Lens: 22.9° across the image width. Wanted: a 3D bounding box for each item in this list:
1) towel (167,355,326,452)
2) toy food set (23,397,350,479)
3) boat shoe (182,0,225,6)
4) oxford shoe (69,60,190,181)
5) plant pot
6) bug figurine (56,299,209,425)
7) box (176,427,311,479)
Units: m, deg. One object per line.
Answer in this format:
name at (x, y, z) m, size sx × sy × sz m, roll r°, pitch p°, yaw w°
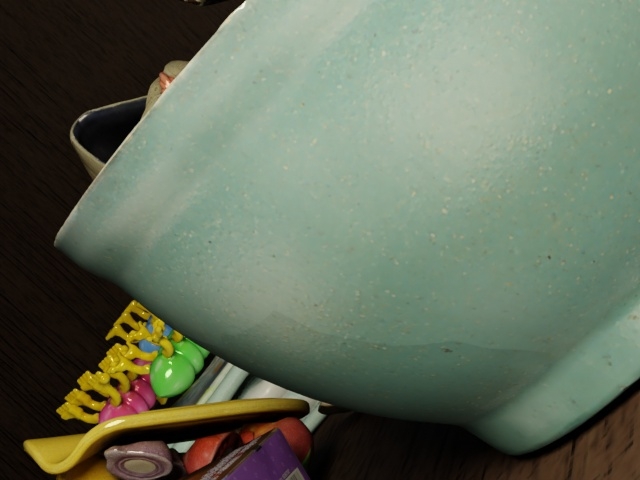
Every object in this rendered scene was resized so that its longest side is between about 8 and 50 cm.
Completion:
towel at (-0.074, 0.142, 1.292) m, size 0.374 × 0.090 × 0.320 m, roll -48°, pitch 4°, yaw -21°
toy food set at (-0.071, 0.142, 0.982) m, size 0.218 × 0.071 × 0.128 m, roll -7°, pitch -12°, yaw -12°
boat shoe at (-0.001, -0.156, 0.645) m, size 0.073 × 0.073 × 0.207 m, roll 2°, pitch 39°, yaw 33°
oxford shoe at (-0.060, -0.065, 1.088) m, size 0.348 × 0.130 × 0.123 m, roll -15°, pitch 39°, yaw 48°
plant pot at (0.064, -0.039, 0.642) m, size 0.293 × 0.196 × 0.293 m, roll -47°, pitch 4°, yaw 4°
bug figurine at (-0.107, 0.064, 1.284) m, size 0.279 × 0.072 × 0.216 m, roll -39°, pitch 14°, yaw 51°
box at (-0.132, 0.200, 0.807) m, size 0.201 × 0.057 × 0.293 m, roll -30°, pitch 0°, yaw 18°
